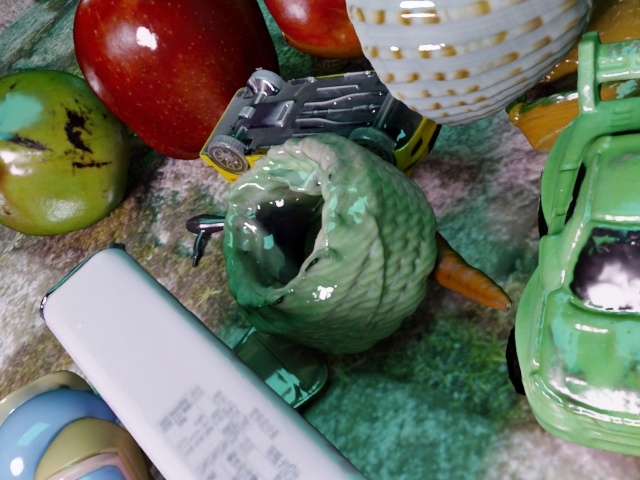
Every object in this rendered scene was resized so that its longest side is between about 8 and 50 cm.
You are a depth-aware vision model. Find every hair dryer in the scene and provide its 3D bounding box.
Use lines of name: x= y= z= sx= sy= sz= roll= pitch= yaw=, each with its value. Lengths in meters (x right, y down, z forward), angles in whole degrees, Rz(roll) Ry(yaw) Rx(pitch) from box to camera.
hair dryer: x=-0.154 y=0.001 z=0.946 sx=0.078 sy=0.031 sz=0.083 roll=-2 pitch=61 yaw=19

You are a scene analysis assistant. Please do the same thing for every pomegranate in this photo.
pomegranate: x=-0.405 y=-0.149 z=1.094 sx=0.260 sy=0.261 sz=0.340 roll=5 pitch=28 yaw=35

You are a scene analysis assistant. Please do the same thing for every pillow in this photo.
pillow: x=-0.096 y=0.178 z=0.717 sx=0.217 sy=0.033 sz=0.130 roll=-43 pitch=45 yaw=-13

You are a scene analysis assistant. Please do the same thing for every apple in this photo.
apple: x=-0.218 y=-0.289 z=1.032 sx=0.288 sy=0.317 sz=0.288 roll=-25 pitch=33 yaw=17

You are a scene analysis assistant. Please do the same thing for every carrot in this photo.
carrot: x=0.131 y=0.028 z=0.683 sx=0.048 sy=0.048 sz=0.216 roll=-35 pitch=24 yaw=-4

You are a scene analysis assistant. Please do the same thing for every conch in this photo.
conch: x=0.175 y=-0.274 z=0.665 sx=0.215 sy=0.319 sz=0.303 roll=2 pitch=46 yaw=50

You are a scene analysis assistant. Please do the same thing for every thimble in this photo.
thimble: x=0.000 y=0.000 z=0.702 sx=0.219 sy=0.150 sz=0.219 roll=-25 pitch=53 yaw=39

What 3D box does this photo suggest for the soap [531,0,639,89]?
soap: x=0.297 y=-0.259 z=0.812 sx=0.338 sy=0.169 sz=0.304 roll=-31 pitch=30 yaw=1

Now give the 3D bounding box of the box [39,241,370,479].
box: x=-0.084 y=0.152 z=0.582 sx=0.112 sy=0.190 sz=0.369 roll=-44 pitch=50 yaw=-14

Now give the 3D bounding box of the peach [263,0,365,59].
peach: x=0.087 y=-0.461 z=1.033 sx=0.416 sy=0.339 sz=0.353 roll=-30 pitch=78 yaw=1

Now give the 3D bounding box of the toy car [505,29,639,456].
toy car: x=0.276 y=-0.009 z=0.565 sx=0.213 sy=0.176 sz=0.359 roll=2 pitch=51 yaw=35

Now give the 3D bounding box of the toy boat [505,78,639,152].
toy boat: x=0.313 y=-0.155 z=0.748 sx=0.229 sy=0.089 sz=0.088 roll=-11 pitch=65 yaw=32

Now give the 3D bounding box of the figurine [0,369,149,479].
figurine: x=-0.257 y=0.232 z=0.668 sx=0.180 sy=0.154 sz=0.262 roll=-49 pitch=28 yaw=2

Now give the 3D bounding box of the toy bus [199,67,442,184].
toy bus: x=0.012 y=-0.127 z=0.869 sx=0.330 sy=0.152 sz=0.144 roll=4 pitch=57 yaw=38
